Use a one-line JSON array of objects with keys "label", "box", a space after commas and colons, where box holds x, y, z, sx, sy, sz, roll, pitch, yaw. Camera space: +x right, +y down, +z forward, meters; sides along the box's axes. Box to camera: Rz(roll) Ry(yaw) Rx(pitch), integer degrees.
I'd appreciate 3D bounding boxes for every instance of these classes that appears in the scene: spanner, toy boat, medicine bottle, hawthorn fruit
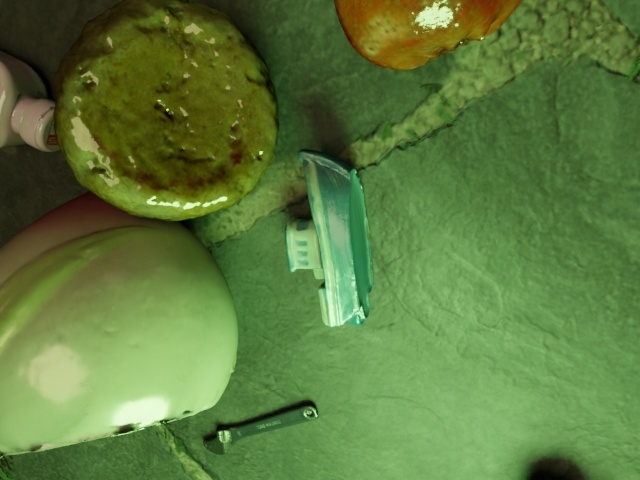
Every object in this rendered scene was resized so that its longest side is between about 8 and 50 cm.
[{"label": "spanner", "box": [-0.093, 0.284, 0.724, 0.208, 0.012, 0.046, -24, 101, 19]}, {"label": "toy boat", "box": [0.000, 0.000, 0.566, 0.102, 0.088, 0.215, -1, 109, 18]}, {"label": "medicine bottle", "box": [-0.427, -0.185, 0.615, 0.219, 0.078, 0.115, 26, 111, 5]}, {"label": "hawthorn fruit", "box": [0.085, -0.259, 0.410, 0.179, 0.179, 0.201, -15, 102, 18]}]

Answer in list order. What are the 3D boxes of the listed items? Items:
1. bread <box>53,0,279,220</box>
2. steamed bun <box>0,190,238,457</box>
[{"label": "bread", "box": [-0.155, -0.132, 0.511, 0.229, 0.123, 0.230, -2, 94, -24]}, {"label": "steamed bun", "box": [-0.249, 0.074, 0.560, 0.309, 0.309, 0.310, 4, 109, 13]}]
